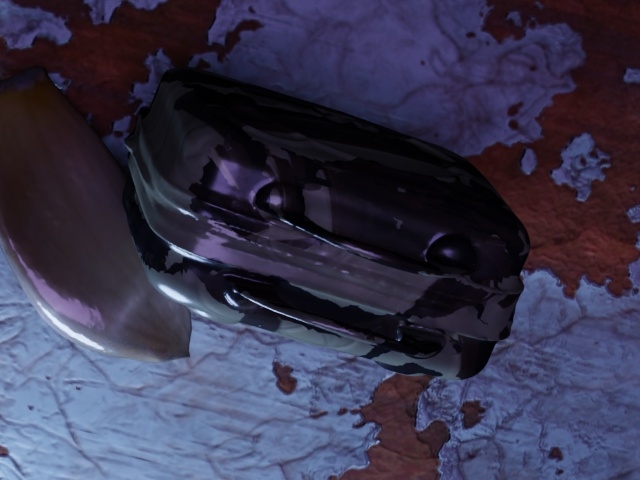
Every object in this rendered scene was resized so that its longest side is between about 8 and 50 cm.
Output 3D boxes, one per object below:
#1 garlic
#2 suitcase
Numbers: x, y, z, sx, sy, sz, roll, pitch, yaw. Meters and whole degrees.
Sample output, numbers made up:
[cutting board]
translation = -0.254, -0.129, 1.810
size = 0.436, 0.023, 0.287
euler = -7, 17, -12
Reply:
[garlic]
translation = -0.236, -0.012, 1.731
size = 0.143, 0.112, 0.318
euler = -32, 104, -21
[suitcase]
translation = 0.000, 0.000, 1.618
size = 0.352, 0.339, 0.194
euler = 16, 106, -18
